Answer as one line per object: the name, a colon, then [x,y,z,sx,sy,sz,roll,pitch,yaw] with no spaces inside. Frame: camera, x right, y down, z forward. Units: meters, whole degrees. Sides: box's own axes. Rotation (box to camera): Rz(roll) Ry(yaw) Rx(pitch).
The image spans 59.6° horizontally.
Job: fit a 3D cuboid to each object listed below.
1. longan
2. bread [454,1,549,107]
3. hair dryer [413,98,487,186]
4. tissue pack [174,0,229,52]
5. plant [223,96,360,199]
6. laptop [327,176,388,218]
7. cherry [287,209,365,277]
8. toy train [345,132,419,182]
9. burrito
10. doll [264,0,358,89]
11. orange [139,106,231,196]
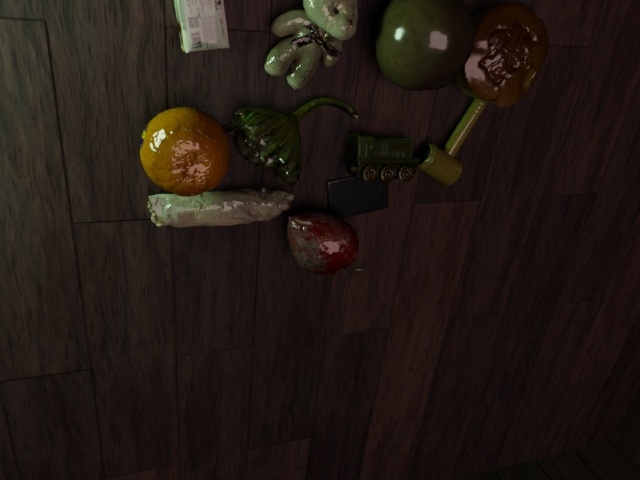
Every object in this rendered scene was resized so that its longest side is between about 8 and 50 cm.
longan: [0.259,-0.498,1.389,0.258,0.258,0.257,-10,122,-16]
bread: [0.484,-0.503,1.522,0.270,0.148,0.269,-8,113,-19]
hair dryer: [0.399,-0.310,1.665,0.135,0.090,0.278,25,101,-29]
tissue pack: [-0.271,-0.511,1.259,0.106,0.099,0.148,-12,123,-17]
plant: [-0.091,-0.304,1.483,0.251,0.180,0.333,51,60,-29]
laptop: [0.113,-0.138,1.689,0.197,0.016,0.135,-13,122,-16]
cherry: [0.000,0.000,1.626,0.250,0.192,0.175,36,67,-27]
toy train: [0.180,-0.238,1.606,0.226,0.090,0.137,-4,106,-25]
burrito: [-0.269,-0.087,1.532,0.393,0.076,0.117,-4,141,-18]
doll: [-0.013,-0.492,1.361,0.278,0.149,0.175,-51,158,27]
orange: [-0.327,-0.216,1.360,0.220,0.193,0.219,-2,112,-6]
